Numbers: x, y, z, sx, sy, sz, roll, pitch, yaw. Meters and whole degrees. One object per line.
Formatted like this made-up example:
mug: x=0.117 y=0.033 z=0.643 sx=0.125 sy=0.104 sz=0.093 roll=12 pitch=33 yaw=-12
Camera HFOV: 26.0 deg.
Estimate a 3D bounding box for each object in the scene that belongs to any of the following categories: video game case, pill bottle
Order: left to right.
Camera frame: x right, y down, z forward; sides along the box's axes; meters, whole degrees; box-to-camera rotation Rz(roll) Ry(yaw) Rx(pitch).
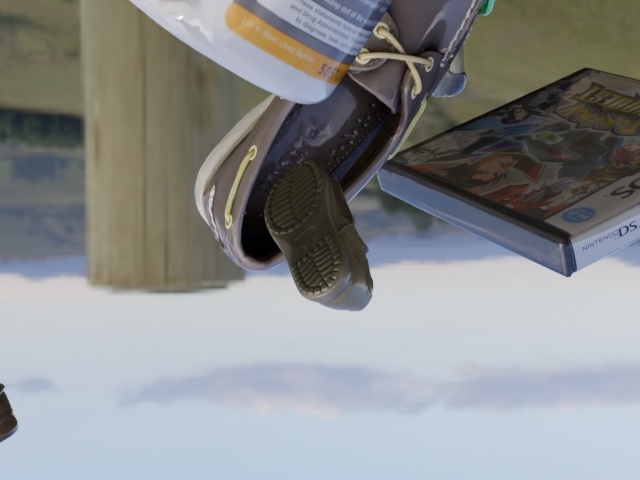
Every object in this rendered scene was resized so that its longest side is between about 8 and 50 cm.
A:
pill bottle: x=0.009 y=-0.232 z=0.803 sx=0.162 sy=0.278 sz=0.162 roll=33 pitch=-168 yaw=-8
video game case: x=0.220 y=-0.071 z=1.187 sx=0.248 sy=0.035 sz=0.275 roll=-25 pitch=-153 yaw=-21

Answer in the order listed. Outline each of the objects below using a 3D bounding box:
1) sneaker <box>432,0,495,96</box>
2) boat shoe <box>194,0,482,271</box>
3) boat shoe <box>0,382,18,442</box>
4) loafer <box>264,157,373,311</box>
sneaker: x=0.189 y=-0.333 z=1.545 sx=0.182 sy=0.410 sz=0.158 roll=6 pitch=149 yaw=3
boat shoe: x=0.029 y=-0.116 z=1.033 sx=0.116 sy=0.324 sz=0.097 roll=36 pitch=-170 yaw=-27
boat shoe: x=-0.365 y=0.197 z=1.166 sx=0.257 sy=0.095 sz=0.095 roll=-33 pitch=-171 yaw=16
loafer: x=0.000 y=0.000 z=0.958 sx=0.056 sy=0.148 sz=0.050 roll=-33 pitch=127 yaw=17
